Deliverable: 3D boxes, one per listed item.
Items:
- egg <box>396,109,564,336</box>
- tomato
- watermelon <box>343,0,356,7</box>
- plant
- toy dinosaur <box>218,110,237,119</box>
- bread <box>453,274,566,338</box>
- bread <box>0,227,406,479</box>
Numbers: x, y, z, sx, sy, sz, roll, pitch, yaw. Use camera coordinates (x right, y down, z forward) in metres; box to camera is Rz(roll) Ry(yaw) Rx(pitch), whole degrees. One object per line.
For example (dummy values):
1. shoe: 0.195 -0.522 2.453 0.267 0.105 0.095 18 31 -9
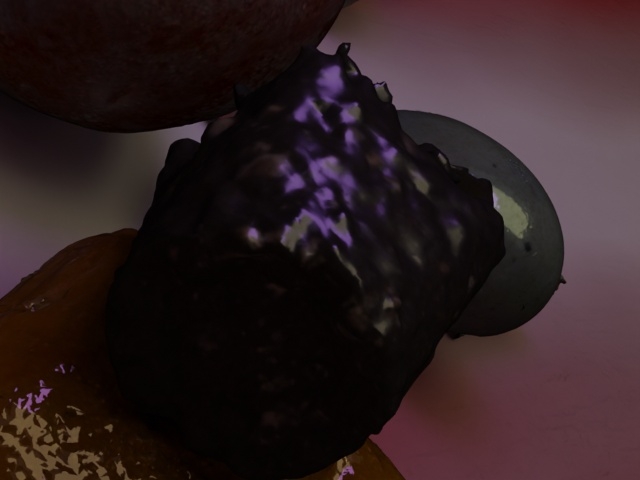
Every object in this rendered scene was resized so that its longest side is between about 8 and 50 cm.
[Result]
1. egg: 0.097 -0.016 1.527 0.236 0.169 0.169 32 18 27
2. tomato: -0.132 -0.228 1.289 0.317 0.316 0.282 -78 164 -56
3. watermelon: 0.067 -0.351 1.800 0.140 0.256 0.193 -9 73 -59
4. plant: 0.000 0.000 1.052 0.199 0.188 0.276 42 30 -7
5. toy dinosaur: -0.085 -0.206 1.539 0.194 0.177 0.152 28 28 16
6. bread: 0.152 0.018 1.662 0.110 0.103 0.156 64 23 11
7. bread: -0.086 0.163 1.078 0.337 0.148 0.328 50 27 -3
